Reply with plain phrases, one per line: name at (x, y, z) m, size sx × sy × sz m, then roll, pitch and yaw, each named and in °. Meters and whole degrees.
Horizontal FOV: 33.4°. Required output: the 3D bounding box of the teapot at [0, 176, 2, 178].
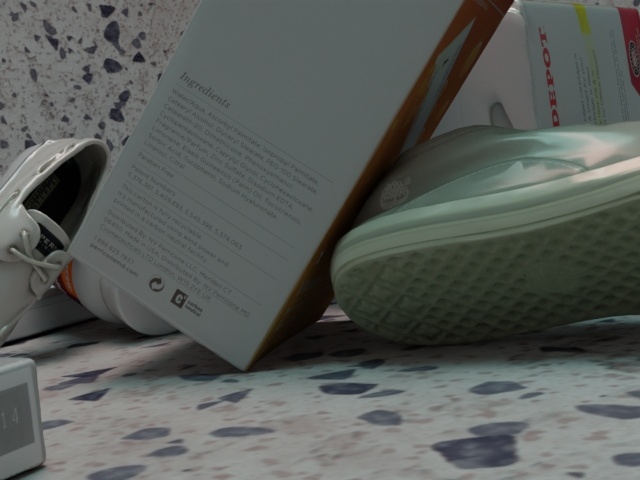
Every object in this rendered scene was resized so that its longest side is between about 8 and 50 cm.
teapot at (-0.496, 0.018, 1.427) m, size 0.256 × 0.187 × 0.252 m, roll 17°, pitch 20°, yaw -8°

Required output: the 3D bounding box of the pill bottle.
pill bottle at (-0.209, 0.014, 1.075) m, size 0.121 × 0.121 × 0.221 m, roll -10°, pitch 20°, yaw -34°

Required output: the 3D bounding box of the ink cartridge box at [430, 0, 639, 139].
ink cartridge box at (0.251, -0.121, 1.225) m, size 0.160 × 0.279 × 0.384 m, roll -6°, pitch 4°, yaw 34°

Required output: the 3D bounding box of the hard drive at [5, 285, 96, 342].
hard drive at (-0.379, 0.082, 1.188) m, size 0.233 × 0.047 × 0.353 m, roll -4°, pitch 5°, yaw 32°

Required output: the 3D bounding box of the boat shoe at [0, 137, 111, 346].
boat shoe at (-0.265, 0.005, 0.959) m, size 0.088 × 0.096 × 0.267 m, roll -13°, pitch 35°, yaw 34°

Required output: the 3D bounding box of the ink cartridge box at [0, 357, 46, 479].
ink cartridge box at (-0.330, 0.118, 0.511) m, size 0.261 × 0.066 × 0.296 m, roll -4°, pitch 5°, yaw 29°

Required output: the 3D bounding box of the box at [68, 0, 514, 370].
box at (-0.010, -0.101, 0.840) m, size 0.168 × 0.345 × 0.215 m, roll 33°, pitch 14°, yaw 10°

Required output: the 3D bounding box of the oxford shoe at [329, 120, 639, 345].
oxford shoe at (0.220, -0.026, 0.709) m, size 0.449 × 0.169 × 0.130 m, roll -7°, pitch 46°, yaw 24°
